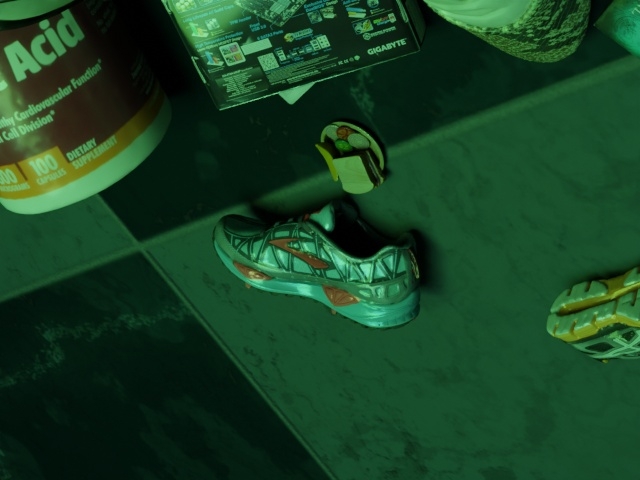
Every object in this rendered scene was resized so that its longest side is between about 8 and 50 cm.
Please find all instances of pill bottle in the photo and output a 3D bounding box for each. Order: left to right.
[{"bbox_3d":[-0.340,-0.243,1.467,0.224,0.224,0.392,-1,129,41],"label":"pill bottle"}]

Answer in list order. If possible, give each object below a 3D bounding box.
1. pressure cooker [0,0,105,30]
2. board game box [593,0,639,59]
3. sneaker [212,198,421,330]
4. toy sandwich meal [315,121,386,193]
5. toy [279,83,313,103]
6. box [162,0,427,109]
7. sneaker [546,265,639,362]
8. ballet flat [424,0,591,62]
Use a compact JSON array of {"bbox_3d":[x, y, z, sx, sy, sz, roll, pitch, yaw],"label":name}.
[{"bbox_3d":[-0.254,-0.378,1.105,0.420,0.370,0.375,44,-170,12],"label":"pressure cooker"},{"bbox_3d":[0.320,-0.198,1.119,0.126,0.026,0.186,38,144,2],"label":"board game box"},{"bbox_3d":[0.000,0.000,1.567,0.261,0.104,0.125,18,121,20],"label":"sneaker"},{"bbox_3d":[0.031,-0.088,1.479,0.085,0.029,0.086,23,141,20],"label":"toy sandwich meal"},{"bbox_3d":[-0.074,-0.254,1.370,0.237,0.056,0.137,41,134,-12],"label":"toy"},{"bbox_3d":[-0.033,-0.231,1.300,0.220,0.051,0.175,-14,122,21],"label":"box"},{"bbox_3d":[0.326,0.073,1.366,0.083,0.084,0.215,40,149,-25],"label":"sneaker"},{"bbox_3d":[0.100,-0.304,1.064,0.164,0.182,0.483,12,136,30],"label":"ballet flat"}]
